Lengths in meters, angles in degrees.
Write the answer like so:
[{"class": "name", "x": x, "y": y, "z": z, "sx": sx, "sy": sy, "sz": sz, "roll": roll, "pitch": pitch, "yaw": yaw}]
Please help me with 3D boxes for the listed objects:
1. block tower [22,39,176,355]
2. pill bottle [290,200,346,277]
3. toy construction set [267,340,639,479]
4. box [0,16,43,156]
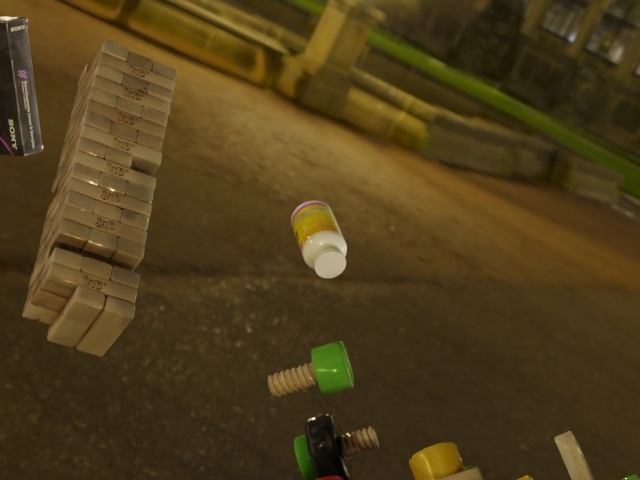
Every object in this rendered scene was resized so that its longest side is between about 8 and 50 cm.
[{"class": "block tower", "x": -0.225, "y": -0.057, "z": 1.193, "sx": 0.090, "sy": 0.097, "sz": 0.336, "roll": 20, "pitch": 51, "yaw": -22}, {"class": "pill bottle", "x": 0.000, "y": 0.000, "z": 1.103, "sx": 0.043, "sy": 0.043, "sz": 0.083, "roll": 20, "pitch": 26, "yaw": -27}, {"class": "toy construction set", "x": 0.125, "y": 0.235, "z": 0.777, "sx": 0.309, "sy": 0.237, "sz": 0.258, "roll": -101, "pitch": 171, "yaw": -51}, {"class": "box", "x": -0.315, "y": -0.135, "z": 0.991, "sx": 0.162, "sy": 0.116, "sz": 0.029, "roll": 6, "pitch": 21, "yaw": 26}]
